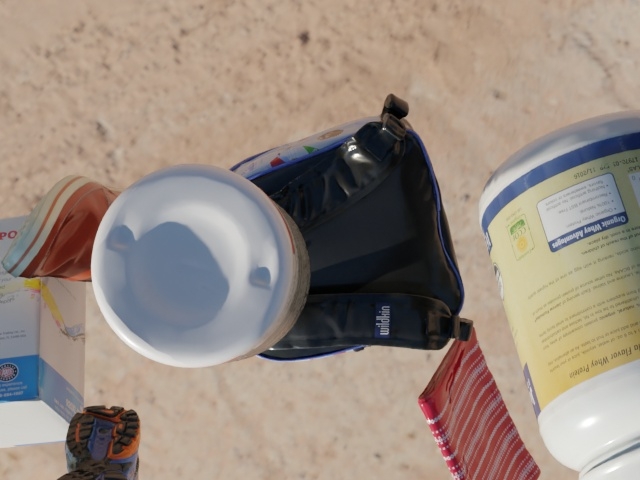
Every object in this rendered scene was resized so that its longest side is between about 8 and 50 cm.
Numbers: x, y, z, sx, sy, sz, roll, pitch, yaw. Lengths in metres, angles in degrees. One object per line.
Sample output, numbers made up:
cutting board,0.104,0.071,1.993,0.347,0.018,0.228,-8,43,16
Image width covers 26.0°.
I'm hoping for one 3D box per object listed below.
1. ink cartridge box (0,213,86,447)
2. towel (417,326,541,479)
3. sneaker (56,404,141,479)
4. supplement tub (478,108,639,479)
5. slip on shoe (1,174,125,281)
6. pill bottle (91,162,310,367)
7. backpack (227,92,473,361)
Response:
ink cartridge box,-0.384,0.112,1.655,0.171,0.233,0.168,-7,155,8
towel,0.227,0.278,1.938,0.031,0.199,0.275,-15,110,32
sneaker,-0.192,0.234,1.195,0.083,0.221,0.087,0,118,7
supplement tub,0.282,0.070,1.214,0.228,0.316,0.228,-11,156,-5
slip on shoe,-0.260,-0.002,1.572,0.101,0.331,0.123,35,98,8
pill bottle,-0.092,0.027,1.208,0.161,0.283,0.161,0,86,4
backpack,0.000,0.000,1.502,0.263,0.213,0.277,-17,100,-5
